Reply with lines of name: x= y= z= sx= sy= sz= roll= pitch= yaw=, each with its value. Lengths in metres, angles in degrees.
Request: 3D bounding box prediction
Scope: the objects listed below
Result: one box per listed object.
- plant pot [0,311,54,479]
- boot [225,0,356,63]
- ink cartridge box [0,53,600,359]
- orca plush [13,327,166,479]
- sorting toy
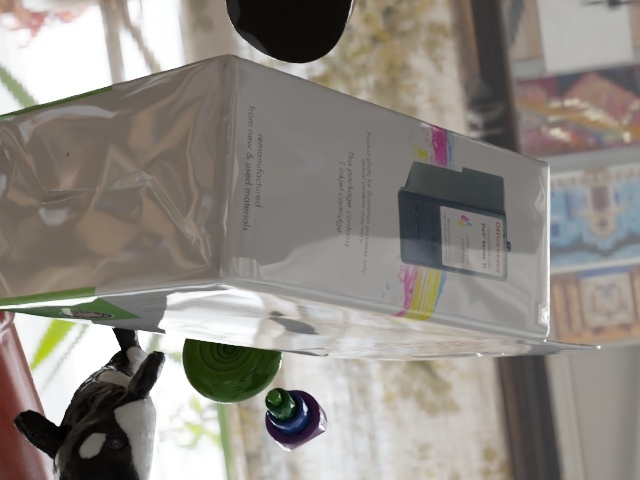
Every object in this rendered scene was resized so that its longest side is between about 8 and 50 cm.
plant pot: x=-0.439 y=0.195 z=1.643 sx=0.272 sy=0.265 sz=0.272 roll=-21 pitch=-171 yaw=4
boot: x=0.025 y=-0.253 z=0.840 sx=0.112 sy=0.305 sz=0.115 roll=27 pitch=-136 yaw=-1
ink cartridge box: x=0.000 y=0.000 z=0.867 sx=0.207 sy=0.119 sz=0.353 roll=-7 pitch=166 yaw=41
orca plush: x=-0.188 y=0.131 z=1.135 sx=0.102 sy=0.151 sz=0.287 roll=15 pitch=-149 yaw=-11
sorting toy: x=-0.132 y=0.092 z=1.642 sx=0.127 sy=0.365 sz=0.126 roll=-41 pitch=150 yaw=-6
